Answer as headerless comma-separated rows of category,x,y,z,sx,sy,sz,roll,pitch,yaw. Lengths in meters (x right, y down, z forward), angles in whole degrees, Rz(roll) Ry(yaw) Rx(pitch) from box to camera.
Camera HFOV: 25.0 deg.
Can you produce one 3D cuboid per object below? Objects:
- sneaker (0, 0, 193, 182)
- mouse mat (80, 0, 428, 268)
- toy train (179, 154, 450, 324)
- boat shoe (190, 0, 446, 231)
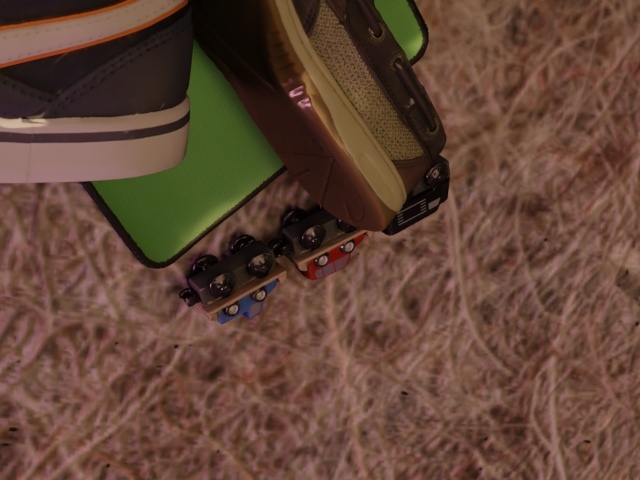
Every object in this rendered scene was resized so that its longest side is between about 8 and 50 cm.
sneaker,-0.193,-0.081,0.521,0.321,0.126,0.127,-11,116,-36
mouse mat,-0.045,-0.094,0.675,0.189,0.007,0.153,-41,123,-13
toy train,0.000,0.000,0.727,0.158,0.027,0.036,-27,130,-21
boat shoe,-0.012,-0.106,0.645,0.073,0.080,0.223,-46,122,-25
